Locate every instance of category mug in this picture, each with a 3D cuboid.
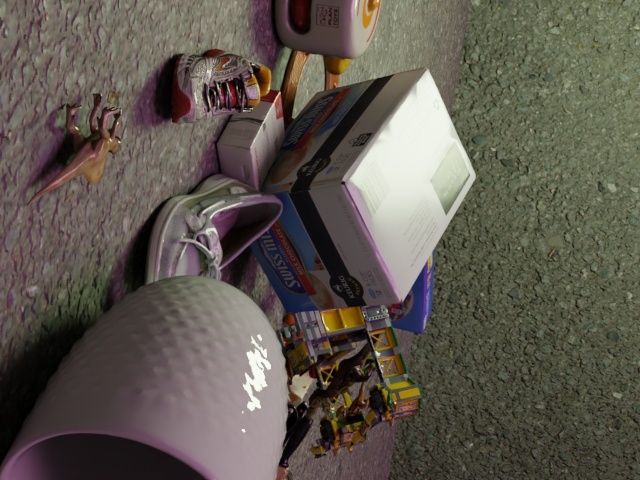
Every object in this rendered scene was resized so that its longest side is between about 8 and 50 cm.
[{"bbox_3d":[-0.198,0.231,1.387,0.374,0.276,0.328,-51,-168,35],"label":"mug"}]

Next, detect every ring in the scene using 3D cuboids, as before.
[{"bbox_3d":[-0.011,-0.235,2.140,0.336,0.032,0.336,11,90,-77],"label":"ring"}]

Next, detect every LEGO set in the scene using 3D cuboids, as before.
[{"bbox_3d":[0.003,0.237,2.013,0.331,0.192,0.254,-30,-108,63],"label":"LEGO set"}]

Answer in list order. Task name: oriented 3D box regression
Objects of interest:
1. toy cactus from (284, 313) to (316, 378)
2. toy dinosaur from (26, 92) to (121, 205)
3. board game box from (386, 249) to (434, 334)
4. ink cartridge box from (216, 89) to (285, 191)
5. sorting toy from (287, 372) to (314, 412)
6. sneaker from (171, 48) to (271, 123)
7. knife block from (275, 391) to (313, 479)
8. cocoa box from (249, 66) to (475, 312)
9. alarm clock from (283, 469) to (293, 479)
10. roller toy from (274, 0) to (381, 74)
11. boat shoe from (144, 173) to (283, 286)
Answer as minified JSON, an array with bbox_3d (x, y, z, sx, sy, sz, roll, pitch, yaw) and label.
[{"bbox_3d":[-0.011,0.146,2.360,0.180,0.112,0.219,-91,178,-50],"label":"toy cactus"},{"bbox_3d":[-0.245,-0.099,1.284,0.183,0.053,0.092,-53,152,-60],"label":"toy dinosaur"},{"bbox_3d":[0.104,0.022,2.381,0.347,0.233,0.078,88,20,-45],"label":"board game box"},{"bbox_3d":[-0.102,-0.148,1.795,0.099,0.056,0.135,86,20,-46],"label":"ink cartridge box"},{"bbox_3d":[-0.049,0.313,2.417,0.083,0.045,0.075,-57,162,-57],"label":"sorting toy"},{"bbox_3d":[-0.129,-0.204,1.571,0.225,0.093,0.088,-48,147,-63],"label":"sneaker"},{"bbox_3d":[-0.112,0.369,1.903,0.242,0.088,0.275,-50,-167,50],"label":"knife block"},{"bbox_3d":[0.057,-0.080,1.922,0.347,0.228,0.231,-55,127,-43],"label":"cocoa box"},{"bbox_3d":[-0.102,0.518,2.321,0.129,0.064,0.192,-46,142,-66],"label":"alarm clock"},{"bbox_3d":[0.021,-0.385,1.905,0.191,0.146,0.209,55,48,-70],"label":"roller toy"},{"bbox_3d":[-0.148,-0.004,1.635,0.320,0.103,0.118,-48,147,-64],"label":"boat shoe"}]
